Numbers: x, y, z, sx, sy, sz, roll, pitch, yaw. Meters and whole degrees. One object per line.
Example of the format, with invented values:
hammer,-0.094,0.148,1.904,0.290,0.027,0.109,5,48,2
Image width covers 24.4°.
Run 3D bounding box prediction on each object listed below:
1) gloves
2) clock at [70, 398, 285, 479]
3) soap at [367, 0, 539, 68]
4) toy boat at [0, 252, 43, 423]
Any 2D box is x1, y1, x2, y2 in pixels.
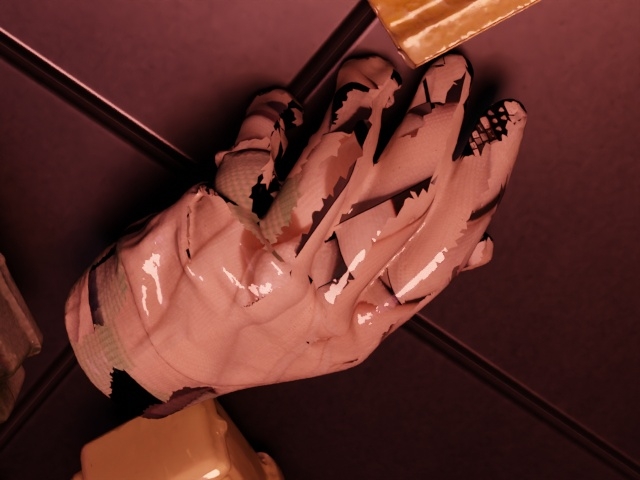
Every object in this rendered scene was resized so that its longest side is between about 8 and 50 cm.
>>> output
gloves,-0.002,0.003,0.653,0.212,0.111,0.127,-28,112,22
clock,-0.168,0.244,0.764,0.379,0.120,0.276,-27,125,1
soap,0.122,-0.166,0.597,0.252,0.037,0.092,-27,118,13
toy boat,-0.239,-0.046,0.628,0.141,0.092,0.319,-19,111,11
